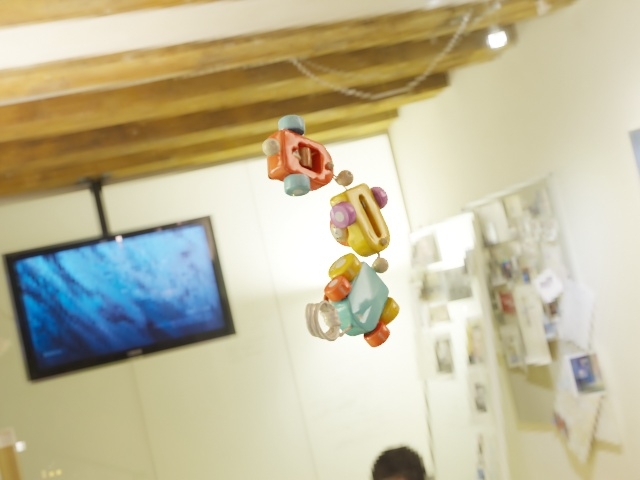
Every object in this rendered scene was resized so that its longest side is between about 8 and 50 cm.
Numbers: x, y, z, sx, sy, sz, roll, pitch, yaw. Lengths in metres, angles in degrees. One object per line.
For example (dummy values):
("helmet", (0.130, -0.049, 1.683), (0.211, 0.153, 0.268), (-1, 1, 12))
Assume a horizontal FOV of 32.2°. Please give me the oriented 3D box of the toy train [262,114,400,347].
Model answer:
("toy train", (0.000, 0.000, 0.795), (0.046, 0.166, 0.125), (-24, -24, 38))
